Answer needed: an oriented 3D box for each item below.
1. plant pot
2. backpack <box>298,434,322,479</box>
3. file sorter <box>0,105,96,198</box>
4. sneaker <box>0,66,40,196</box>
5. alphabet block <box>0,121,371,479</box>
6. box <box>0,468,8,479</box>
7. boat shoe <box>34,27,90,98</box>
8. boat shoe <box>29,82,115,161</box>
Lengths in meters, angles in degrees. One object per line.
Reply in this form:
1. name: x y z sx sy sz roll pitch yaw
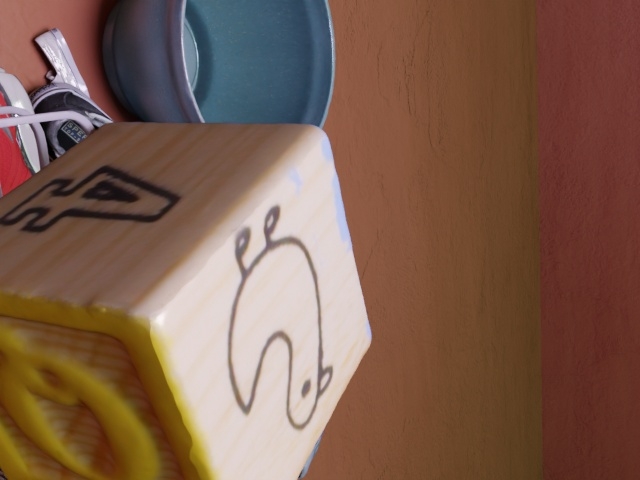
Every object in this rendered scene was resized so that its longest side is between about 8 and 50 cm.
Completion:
1. plant pot: -0.141 -0.232 0.924 0.293 0.196 0.293 -13 106 -56
2. backpack: -0.103 0.177 0.990 0.273 0.289 0.356 -62 150 -53
3. file sorter: -0.311 -0.004 0.565 0.173 0.277 0.193 -26 117 -55
4. sneaker: -0.324 -0.033 0.744 0.118 0.107 0.279 -60 133 -62
5. alphabet block: -0.100 0.049 0.481 0.197 0.193 0.193 -54 138 -46
6. box: -0.263 0.200 0.678 0.076 0.307 0.243 25 81 -59
7. boat shoe: -0.294 -0.189 0.851 0.035 0.035 0.100 -30 128 -20
8. boat shoe: -0.212 -0.069 0.893 0.113 0.105 0.306 -46 137 -7
